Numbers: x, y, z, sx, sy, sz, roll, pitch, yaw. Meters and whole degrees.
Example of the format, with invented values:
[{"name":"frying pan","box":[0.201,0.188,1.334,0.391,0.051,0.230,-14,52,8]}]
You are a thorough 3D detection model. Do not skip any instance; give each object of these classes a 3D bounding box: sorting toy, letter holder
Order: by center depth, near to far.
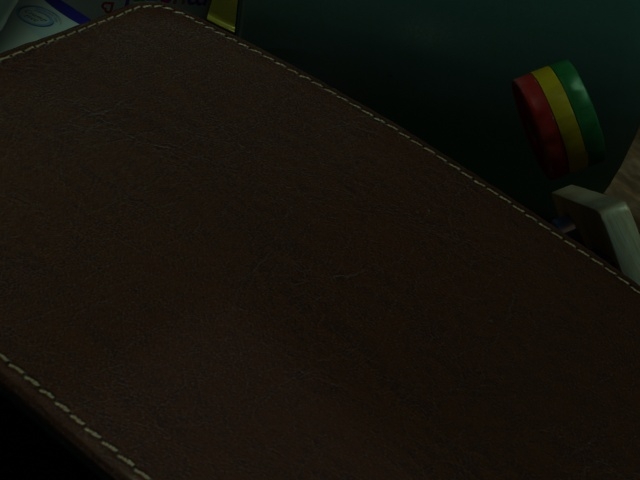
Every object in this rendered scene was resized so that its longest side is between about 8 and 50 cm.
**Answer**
[{"name":"letter holder","box":[-0.029,0.057,0.416,0.302,0.152,0.214,34,45,18]},{"name":"sorting toy","box":[0.133,0.055,0.494,0.046,0.274,0.132,-21,5,6]}]

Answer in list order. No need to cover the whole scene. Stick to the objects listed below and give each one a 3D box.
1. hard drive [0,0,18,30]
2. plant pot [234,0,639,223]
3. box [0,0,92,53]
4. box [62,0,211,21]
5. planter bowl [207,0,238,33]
[{"name":"hard drive","box":[-0.258,-0.179,0.509,0.308,0.040,0.203,16,71,23]},{"name":"plant pot","box":[0.063,-0.167,0.703,0.235,0.293,0.293,6,36,-6]},{"name":"box","box":[-0.183,-0.068,0.548,0.126,0.137,0.072,34,38,19]},{"name":"box","box":[-0.168,-0.302,0.797,0.127,0.231,0.262,-4,41,-32]},{"name":"planter bowl","box":[-0.028,-0.256,0.934,0.217,0.090,0.217,15,35,-10]}]
